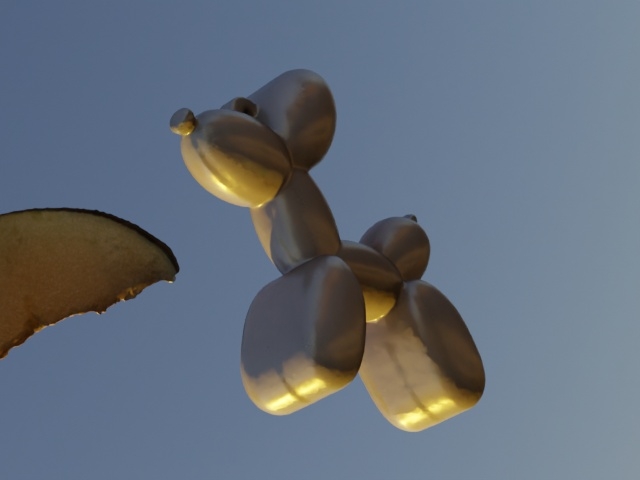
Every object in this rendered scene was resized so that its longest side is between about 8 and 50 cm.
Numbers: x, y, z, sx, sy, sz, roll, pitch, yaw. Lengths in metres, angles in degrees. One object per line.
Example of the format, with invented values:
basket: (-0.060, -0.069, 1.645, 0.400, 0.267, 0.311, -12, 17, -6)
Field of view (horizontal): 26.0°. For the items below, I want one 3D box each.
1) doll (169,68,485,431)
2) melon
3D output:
doll: (0.000, 0.000, 0.610, 0.161, 0.059, 0.160, 17, -128, -48)
melon: (-0.197, 0.019, 1.022, 0.182, 0.054, 0.098, -25, -97, -33)
